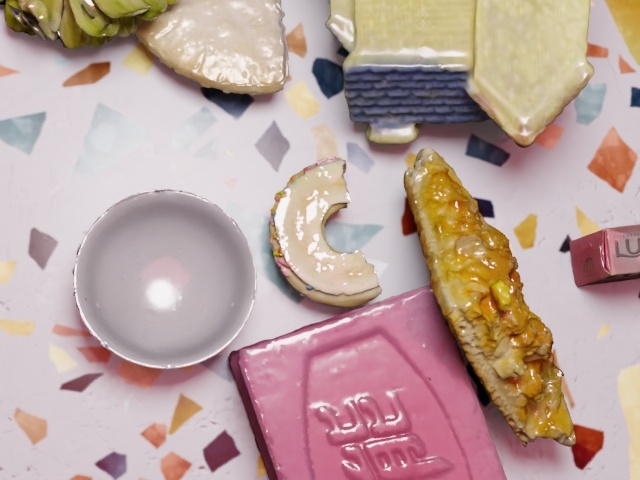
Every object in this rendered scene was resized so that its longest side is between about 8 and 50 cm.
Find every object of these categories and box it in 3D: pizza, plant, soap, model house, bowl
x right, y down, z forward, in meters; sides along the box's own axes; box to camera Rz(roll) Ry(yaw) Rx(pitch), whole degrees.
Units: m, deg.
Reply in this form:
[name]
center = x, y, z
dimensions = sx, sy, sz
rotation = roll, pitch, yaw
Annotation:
[pizza]
center = 0.184, 0.060, 1.214
dimensions = 0.087, 0.257, 0.268
rotation = -25, 40, 9
[plant]
center = -0.275, -0.333, 1.168
dimensions = 0.306, 0.297, 0.261
rotation = 9, 104, -4
[soap]
center = 0.069, 0.247, 1.174
dimensions = 0.233, 0.128, 0.359
rotation = -19, 83, -10
[model house]
center = 0.153, -0.247, 1.249
dimensions = 0.321, 0.261, 0.266
rotation = 0, 106, 7
[bowl]
center = -0.166, 0.046, 1.190
dimensions = 0.189, 0.086, 0.189
rotation = 2, 78, -10

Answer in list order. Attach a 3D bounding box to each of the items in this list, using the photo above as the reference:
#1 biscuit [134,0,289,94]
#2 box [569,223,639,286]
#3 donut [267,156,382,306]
[biscuit]
center = -0.123, -0.270, 1.261
dimensions = 0.265, 0.040, 0.188
rotation = 44, 69, 8
[box]
center = 0.372, 0.012, 1.276
dimensions = 0.156, 0.111, 0.060
rotation = -8, 82, -9
[donut]
center = -0.005, -0.002, 1.236
dimensions = 0.108, 0.065, 0.165
rotation = -13, 83, -12
